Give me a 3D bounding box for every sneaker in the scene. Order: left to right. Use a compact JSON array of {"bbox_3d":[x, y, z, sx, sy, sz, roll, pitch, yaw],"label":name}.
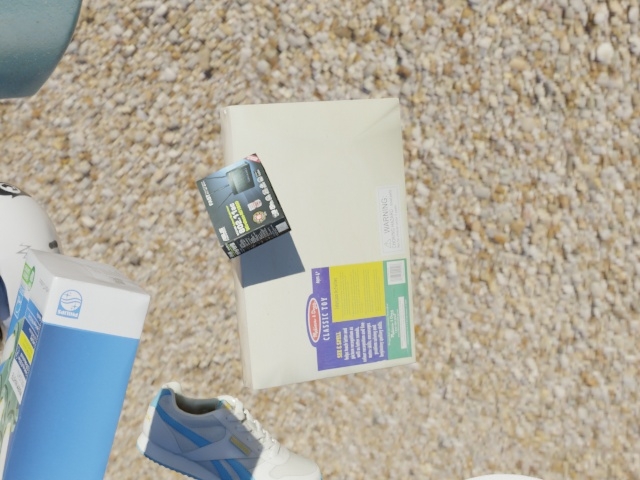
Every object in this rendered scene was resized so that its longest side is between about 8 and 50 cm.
[{"bbox_3d":[-0.103,0.246,1.190,0.228,0.087,0.092,19,101,-2],"label":"sneaker"}]

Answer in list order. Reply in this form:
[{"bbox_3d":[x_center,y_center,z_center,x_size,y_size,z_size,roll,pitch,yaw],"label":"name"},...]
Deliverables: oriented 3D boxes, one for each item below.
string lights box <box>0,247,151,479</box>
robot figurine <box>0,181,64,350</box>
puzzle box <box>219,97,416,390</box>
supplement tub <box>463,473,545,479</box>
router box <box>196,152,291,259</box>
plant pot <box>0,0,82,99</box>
[{"bbox_3d":[-0.212,0.148,0.765,0.077,0.133,0.260,14,92,-25],"label":"string lights box"},{"bbox_3d":[-0.387,0.040,0.945,0.278,0.209,0.173,-17,136,-20],"label":"robot figurine"},{"bbox_3d":[0.000,0.000,1.453,0.272,0.052,0.409,-6,95,-24],"label":"puzzle box"},{"bbox_3d":[0.121,0.361,0.797,0.241,0.241,0.331,19,136,5],"label":"supplement tub"},{"bbox_3d":[-0.103,-0.047,1.309,0.092,0.122,0.038,-26,146,2],"label":"router box"},{"bbox_3d":[-0.471,-0.321,1.302,0.247,0.248,0.252,30,121,37],"label":"plant pot"}]
